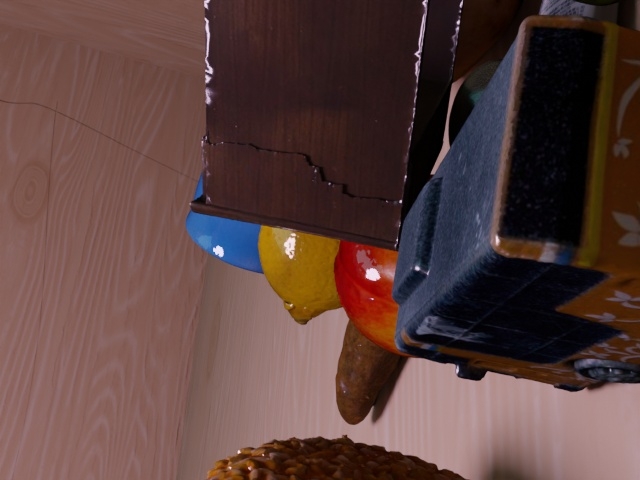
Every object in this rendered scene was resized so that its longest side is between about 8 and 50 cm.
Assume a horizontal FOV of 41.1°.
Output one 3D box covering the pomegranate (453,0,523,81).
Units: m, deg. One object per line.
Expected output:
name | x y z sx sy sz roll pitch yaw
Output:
pomegranate | 0.075 -0.329 1.013 0.338 0.338 0.338 -167 90 -75

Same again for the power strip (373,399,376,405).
power strip | 0.070 0.137 1.198 0.081 0.035 0.192 -150 74 -75

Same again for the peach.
peach | 0.100 0.023 0.893 0.192 0.190 0.190 39 116 56

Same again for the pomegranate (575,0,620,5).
pomegranate | 0.231 -0.300 0.695 0.248 0.214 0.214 -40 -30 -69

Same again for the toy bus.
toy bus | 0.167 0.000 0.583 0.323 0.194 0.161 109 172 -72

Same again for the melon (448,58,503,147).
melon | 0.181 -0.123 0.884 0.098 0.098 0.130 -105 30 -61

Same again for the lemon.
lemon | 0.000 0.000 1.276 0.188 0.188 0.256 -159 79 -75

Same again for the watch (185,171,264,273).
watch | -0.090 -0.074 1.500 0.305 0.275 0.241 -117 41 -60

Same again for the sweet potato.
sweet potato | 0.078 0.119 1.090 0.097 0.098 0.291 -96 18 -51

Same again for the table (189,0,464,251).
table | 0.018 -0.183 0.774 0.250 0.196 0.281 -58 -24 -56

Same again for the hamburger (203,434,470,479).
hamburger | 0.021 0.311 0.681 0.330 0.330 0.250 -123 50 -70

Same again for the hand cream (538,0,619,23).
hand cream | 0.246 -0.209 0.815 0.124 0.078 0.340 143 146 -67
